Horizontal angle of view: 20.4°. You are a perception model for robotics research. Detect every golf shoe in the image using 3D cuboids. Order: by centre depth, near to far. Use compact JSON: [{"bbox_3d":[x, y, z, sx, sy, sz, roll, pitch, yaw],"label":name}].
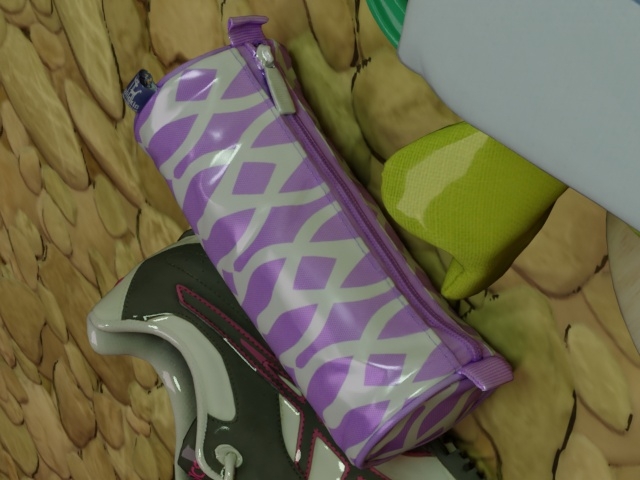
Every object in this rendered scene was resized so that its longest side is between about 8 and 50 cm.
[{"bbox_3d":[-0.004,0.115,0.845,0.273,0.120,0.105,55,148,15],"label":"golf shoe"}]

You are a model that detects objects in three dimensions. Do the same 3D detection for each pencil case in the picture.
[{"bbox_3d":[0.000,0.000,0.791,0.088,0.086,0.206,-45,72,35],"label":"pencil case"}]

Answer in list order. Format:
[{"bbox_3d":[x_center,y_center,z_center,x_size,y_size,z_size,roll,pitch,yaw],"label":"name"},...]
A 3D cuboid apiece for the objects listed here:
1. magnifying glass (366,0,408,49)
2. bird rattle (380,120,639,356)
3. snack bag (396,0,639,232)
[{"bbox_3d":[0.076,-0.139,0.580,0.092,0.026,0.231,40,139,12],"label":"magnifying glass"},{"bbox_3d":[0.161,0.004,0.530,0.253,0.143,0.207,16,138,39],"label":"bird rattle"},{"bbox_3d":[0.166,-0.088,0.310,0.342,0.037,0.323,38,134,30],"label":"snack bag"}]
